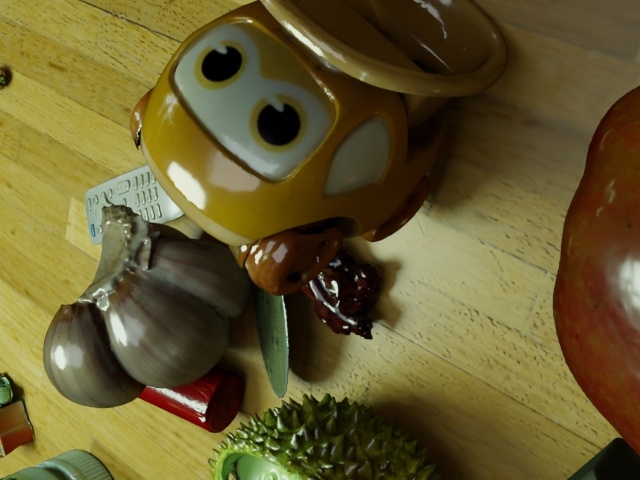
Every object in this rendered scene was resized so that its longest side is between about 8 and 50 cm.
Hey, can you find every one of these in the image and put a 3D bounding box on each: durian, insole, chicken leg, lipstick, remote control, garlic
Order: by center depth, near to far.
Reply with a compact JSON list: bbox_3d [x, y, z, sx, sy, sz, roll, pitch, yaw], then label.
[{"bbox_3d":[0.015,0.252,0.751,0.237,0.176,0.200,42,115,17],"label":"durian"},{"bbox_3d":[-0.003,0.005,0.799,0.089,0.048,0.219,-36,77,31],"label":"chicken leg"},{"bbox_3d":[-0.062,0.008,0.835,0.109,0.007,0.322,-177,80,-67],"label":"insole"},{"bbox_3d":[-0.174,0.087,0.839,0.160,0.191,0.214,5,64,38],"label":"garlic"},{"bbox_3d":[-0.216,-0.047,0.949,0.229,0.044,0.073,-14,87,45],"label":"remote control"},{"bbox_3d":[-0.217,0.158,0.966,0.279,0.073,0.073,13,106,33],"label":"lipstick"}]

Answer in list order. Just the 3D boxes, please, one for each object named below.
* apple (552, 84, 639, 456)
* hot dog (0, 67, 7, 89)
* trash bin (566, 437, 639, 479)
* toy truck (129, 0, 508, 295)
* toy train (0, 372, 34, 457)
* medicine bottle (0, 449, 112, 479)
[{"bbox_3d":[0.337,0.033,0.497,0.365,0.329,0.295,23,151,35],"label":"apple"},{"bbox_3d":[-0.465,-0.224,1.108,0.083,0.021,0.037,9,82,37],"label":"hot dog"},{"bbox_3d":[0.217,0.306,0.652,0.164,0.122,0.240,46,119,20],"label":"trash bin"},{"bbox_3d":[0.001,-0.110,0.651,0.204,0.288,0.212,47,133,20],"label":"toy truck"},{"bbox_3d":[-0.526,0.273,1.209,0.176,0.074,0.118,-16,92,34],"label":"toy train"},{"bbox_3d":[-0.425,0.395,1.003,0.158,0.318,0.158,8,104,35],"label":"medicine bottle"}]
